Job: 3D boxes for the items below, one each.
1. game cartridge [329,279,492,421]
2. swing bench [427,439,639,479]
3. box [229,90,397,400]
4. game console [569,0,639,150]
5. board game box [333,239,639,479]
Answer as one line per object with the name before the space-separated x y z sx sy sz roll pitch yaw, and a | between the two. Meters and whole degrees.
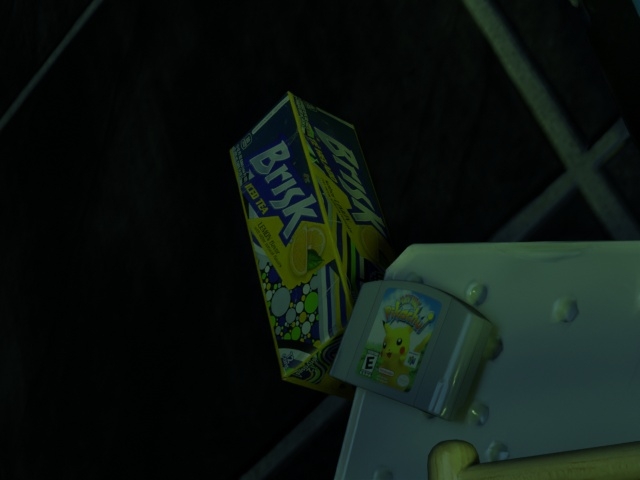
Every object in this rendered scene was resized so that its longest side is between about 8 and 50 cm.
game cartridge | 0.040 0.047 0.605 0.083 0.017 0.056 13 77 52
swing bench | 0.109 0.173 0.327 0.253 0.165 0.254 -18 83 42
box | 0.000 0.000 0.724 0.059 0.054 0.169 -42 45 28
game console | 0.177 -0.228 0.553 0.293 0.250 0.173 -38 19 30
board game box | 0.132 0.191 0.474 0.390 0.050 0.390 -1 70 50
